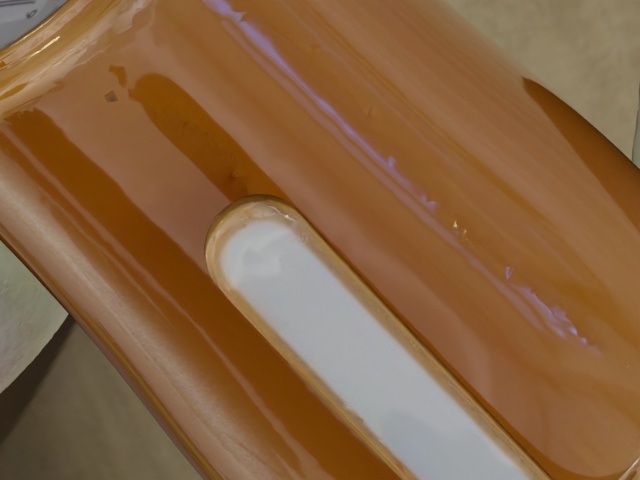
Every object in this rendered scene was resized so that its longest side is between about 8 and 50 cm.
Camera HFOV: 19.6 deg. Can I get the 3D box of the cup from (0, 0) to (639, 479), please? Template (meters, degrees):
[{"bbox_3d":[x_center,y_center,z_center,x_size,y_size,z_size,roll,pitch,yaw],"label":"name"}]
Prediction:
[{"bbox_3d":[0.000,0.000,0.555,0.182,0.226,0.264,-40,128,6],"label":"cup"}]

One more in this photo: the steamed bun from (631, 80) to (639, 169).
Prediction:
[{"bbox_3d":[0.325,-0.088,0.884,0.342,0.368,0.255,5,96,34],"label":"steamed bun"}]

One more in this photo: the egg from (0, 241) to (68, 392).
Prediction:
[{"bbox_3d":[-0.225,0.015,0.964,0.162,0.271,0.206,29,176,43],"label":"egg"}]
